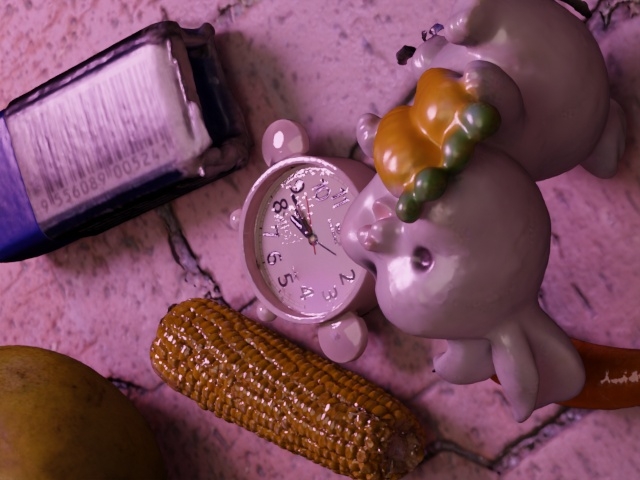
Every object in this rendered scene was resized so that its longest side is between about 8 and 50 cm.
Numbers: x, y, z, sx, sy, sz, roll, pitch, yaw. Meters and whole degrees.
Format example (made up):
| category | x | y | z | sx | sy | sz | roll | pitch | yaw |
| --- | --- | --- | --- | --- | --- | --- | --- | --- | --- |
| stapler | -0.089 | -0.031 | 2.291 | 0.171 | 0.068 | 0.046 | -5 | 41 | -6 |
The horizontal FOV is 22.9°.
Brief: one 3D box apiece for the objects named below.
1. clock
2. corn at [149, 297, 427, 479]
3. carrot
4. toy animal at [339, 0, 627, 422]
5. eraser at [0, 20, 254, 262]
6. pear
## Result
| category | x | y | z | sx | sy | sz | roll | pitch | yaw |
| --- | --- | --- | --- | --- | --- | --- | --- | --- | --- |
| clock | 0.000 | 0.000 | 1.434 | 0.156 | 0.063 | 0.229 | -26 | 75 | 35 |
| corn | -0.037 | 0.140 | 1.441 | 0.293 | 0.106 | 0.106 | 26 | 106 | 32 |
| carrot | 0.241 | 0.106 | 1.277 | 0.271 | 0.066 | 0.062 | 7 | 136 | 32 |
| toy animal | 0.122 | -0.034 | 1.225 | 0.183 | 0.247 | 0.310 | -7 | 60 | 40 |
| eraser | -0.221 | -0.088 | 1.557 | 0.332 | 0.101 | 0.155 | -23 | 81 | 34 |
| pear | -0.285 | 0.230 | 1.536 | 0.307 | 0.253 | 0.253 | 38 | 113 | 40 |
